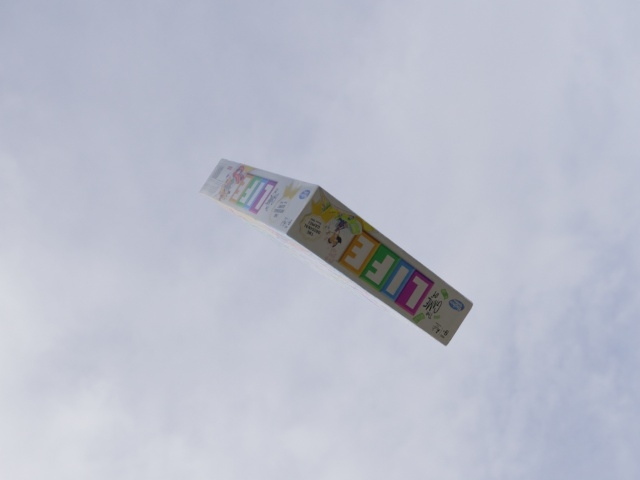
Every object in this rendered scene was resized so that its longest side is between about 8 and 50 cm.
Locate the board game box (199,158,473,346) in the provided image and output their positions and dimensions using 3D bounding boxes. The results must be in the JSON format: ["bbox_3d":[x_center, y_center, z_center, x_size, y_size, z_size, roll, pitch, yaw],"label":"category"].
[{"bbox_3d":[0.000,0.000,0.386,0.103,0.154,0.026,35,-94,-25],"label":"board game box"}]
